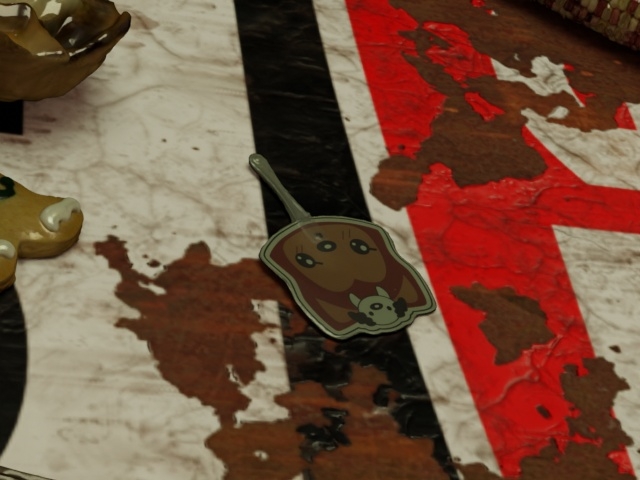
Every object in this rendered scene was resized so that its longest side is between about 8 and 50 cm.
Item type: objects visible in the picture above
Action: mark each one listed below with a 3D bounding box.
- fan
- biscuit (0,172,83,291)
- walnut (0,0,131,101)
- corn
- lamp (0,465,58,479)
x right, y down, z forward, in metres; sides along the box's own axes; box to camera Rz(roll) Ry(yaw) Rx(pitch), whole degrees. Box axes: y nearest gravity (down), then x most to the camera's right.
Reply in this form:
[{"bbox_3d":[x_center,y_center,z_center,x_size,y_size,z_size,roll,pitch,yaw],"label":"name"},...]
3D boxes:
[{"bbox_3d":[0.000,0.000,1.322,0.132,0.009,0.220,-15,52,-36],"label":"fan"},{"bbox_3d":[-0.310,-0.045,1.235,0.240,0.035,0.158,31,40,13],"label":"biscuit"},{"bbox_3d":[-0.267,-0.197,1.342,0.204,0.141,0.238,33,39,-1],"label":"walnut"},{"bbox_3d":[0.282,-0.275,1.673,0.290,0.098,0.098,27,41,13],"label":"corn"},{"bbox_3d":[-0.234,0.182,0.970,0.325,0.089,0.090,15,42,-3],"label":"lamp"}]
